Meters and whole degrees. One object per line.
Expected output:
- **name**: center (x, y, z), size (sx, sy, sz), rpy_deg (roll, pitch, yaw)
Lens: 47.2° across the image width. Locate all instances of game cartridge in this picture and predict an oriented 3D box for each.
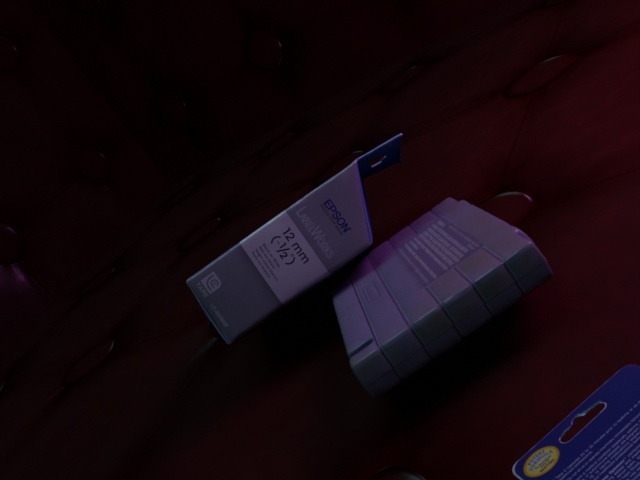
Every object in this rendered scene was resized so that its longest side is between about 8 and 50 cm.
- **game cartridge**: center (0.125, 0.048, 0.888), size (0.230, 0.068, 0.355), rpy_deg (-31, 11, 3)

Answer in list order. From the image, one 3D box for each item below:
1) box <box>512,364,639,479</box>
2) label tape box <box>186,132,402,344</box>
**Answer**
- **box**: center (0.240, 0.166, 0.478), size (0.136, 0.036, 0.225), rpy_deg (-39, 20, -8)
- **label tape box**: center (0.000, 0.000, 1.071), size (0.348, 0.115, 0.249), rpy_deg (-33, -3, 4)
